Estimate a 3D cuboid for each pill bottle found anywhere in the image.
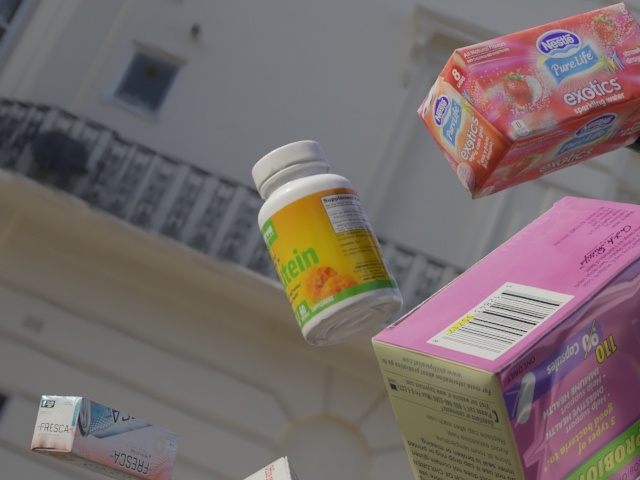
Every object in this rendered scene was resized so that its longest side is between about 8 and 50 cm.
[{"bbox_3d":[0.000,0.000,1.783,0.136,0.245,0.136,-21,-19,-7],"label":"pill bottle"}]

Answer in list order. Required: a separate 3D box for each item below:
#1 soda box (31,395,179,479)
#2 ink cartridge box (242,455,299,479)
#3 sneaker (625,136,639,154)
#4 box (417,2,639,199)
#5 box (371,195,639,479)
[{"bbox_3d":[-0.230,0.220,1.497,0.058,0.063,0.183,-2,-21,30],"label":"soda box"},{"bbox_3d":[-0.138,0.456,2.074,0.114,0.273,0.197,59,-2,-4],"label":"ink cartridge box"},{"bbox_3d":[0.457,-0.189,2.052,0.267,0.101,0.106,31,0,26],"label":"sneaker"},{"bbox_3d":[0.301,-0.188,1.810,0.154,0.300,0.142,60,-31,20],"label":"box"},{"bbox_3d":[0.178,0.127,0.975,0.117,0.213,0.243,12,-53,49],"label":"box"}]
